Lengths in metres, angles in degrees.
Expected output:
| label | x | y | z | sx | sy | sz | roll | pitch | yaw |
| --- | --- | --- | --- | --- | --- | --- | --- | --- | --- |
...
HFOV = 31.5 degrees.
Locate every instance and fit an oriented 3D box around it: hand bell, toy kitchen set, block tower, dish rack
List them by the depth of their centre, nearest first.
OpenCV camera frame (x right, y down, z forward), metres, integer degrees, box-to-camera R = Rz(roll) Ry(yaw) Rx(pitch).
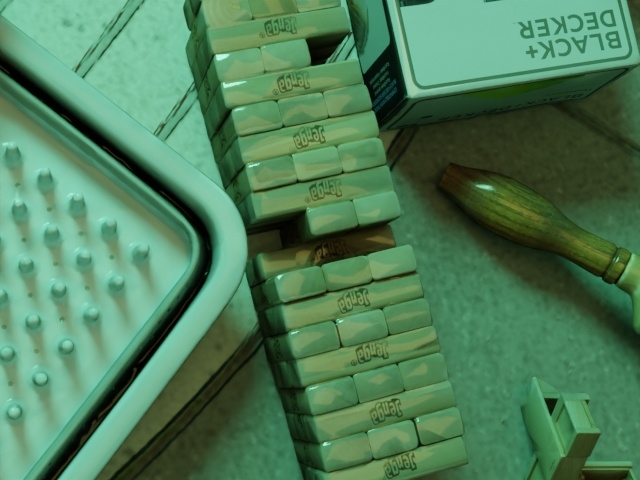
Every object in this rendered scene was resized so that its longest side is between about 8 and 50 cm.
| label | x | y | z | sx | sy | sz | roll | pitch | yaw |
| --- | --- | --- | --- | --- | --- | --- | --- | --- | --- |
| dish rack | -0.242 | 0.008 | 0.663 | 0.333 | 0.072 | 0.285 | 38 | 75 | -5 |
| block tower | 0.000 | 0.000 | 0.709 | 0.097 | 0.091 | 0.335 | -13 | 85 | -14 |
| toy kitchen set | 0.177 | 0.128 | 0.744 | 0.075 | 0.083 | 0.068 | 3 | 39 | -13 |
| hand bell | 0.190 | 0.011 | 0.758 | 0.242 | 0.126 | 0.126 | 30 | 76 | 5 |

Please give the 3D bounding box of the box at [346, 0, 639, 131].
| label | x | y | z | sx | sy | sz | roll | pitch | yaw |
| --- | --- | --- | --- | --- | --- | --- | --- | --- | --- |
| box | 0.095 | -0.231 | 0.767 | 0.169 | 0.087 | 0.289 | -9 | 84 | -14 |
